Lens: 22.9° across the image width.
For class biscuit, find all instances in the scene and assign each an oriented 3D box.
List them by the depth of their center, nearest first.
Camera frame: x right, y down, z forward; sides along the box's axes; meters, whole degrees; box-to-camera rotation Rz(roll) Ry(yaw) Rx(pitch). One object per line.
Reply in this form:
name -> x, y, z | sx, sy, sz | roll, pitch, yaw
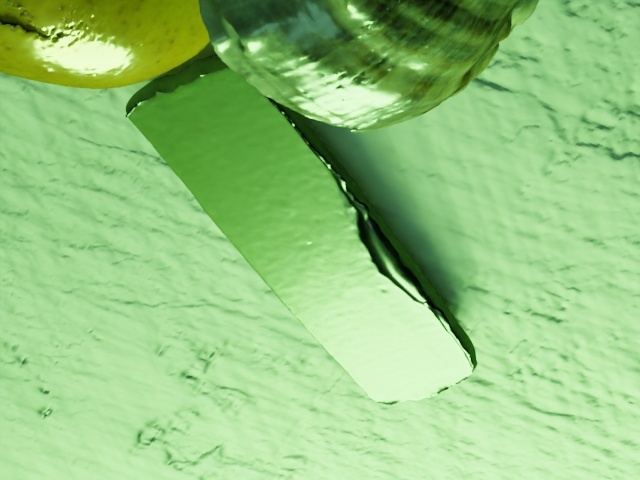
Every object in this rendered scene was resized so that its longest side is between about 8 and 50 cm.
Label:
biscuit -> 0.000, 0.000, 1.031 | 0.099, 0.038, 0.322 | -20, 130, 25

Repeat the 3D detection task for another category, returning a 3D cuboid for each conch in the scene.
conch -> 0.039, -0.177, 0.754 | 0.291, 0.210, 0.159 | 23, 149, -37

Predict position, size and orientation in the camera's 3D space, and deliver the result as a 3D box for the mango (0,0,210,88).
mango -> -0.152, -0.177, 0.772 | 0.160, 0.191, 0.290 | -23, 134, 32
